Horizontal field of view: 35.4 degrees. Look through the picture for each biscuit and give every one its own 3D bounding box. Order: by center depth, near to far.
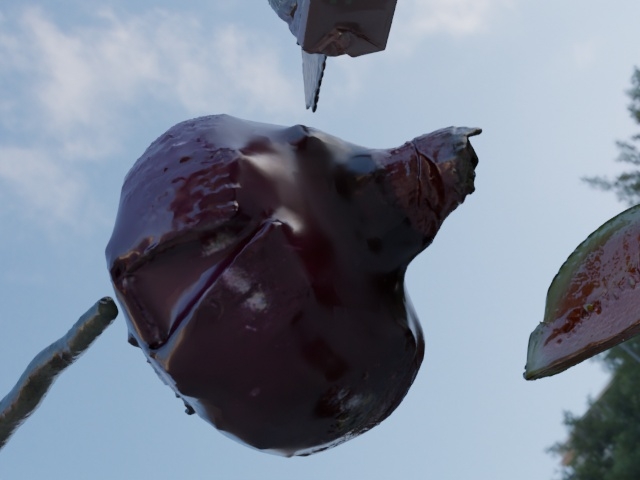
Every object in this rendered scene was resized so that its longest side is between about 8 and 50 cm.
[{"bbox_3d":[-0.002,-0.285,1.199,0.013,0.236,0.232,4,-42,-9],"label":"biscuit"}]

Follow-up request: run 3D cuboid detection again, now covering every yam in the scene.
[{"bbox_3d":[-0.197,0.102,0.695,0.029,0.027,0.234,6,-38,-41],"label":"yam"}]

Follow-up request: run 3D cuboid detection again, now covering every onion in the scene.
[{"bbox_3d":[0.000,0.000,1.094,0.420,0.398,0.398,-41,-45,13],"label":"onion"}]

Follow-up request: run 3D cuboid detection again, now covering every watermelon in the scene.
[{"bbox_3d":[0.351,0.034,1.132,0.159,0.128,0.303,-11,-23,-45],"label":"watermelon"}]

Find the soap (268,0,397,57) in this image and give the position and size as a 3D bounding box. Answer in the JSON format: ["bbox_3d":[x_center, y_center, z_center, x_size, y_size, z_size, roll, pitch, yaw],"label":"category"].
[{"bbox_3d":[0.012,-0.301,0.816,0.098,0.218,0.273,-7,-49,-24],"label":"soap"}]
